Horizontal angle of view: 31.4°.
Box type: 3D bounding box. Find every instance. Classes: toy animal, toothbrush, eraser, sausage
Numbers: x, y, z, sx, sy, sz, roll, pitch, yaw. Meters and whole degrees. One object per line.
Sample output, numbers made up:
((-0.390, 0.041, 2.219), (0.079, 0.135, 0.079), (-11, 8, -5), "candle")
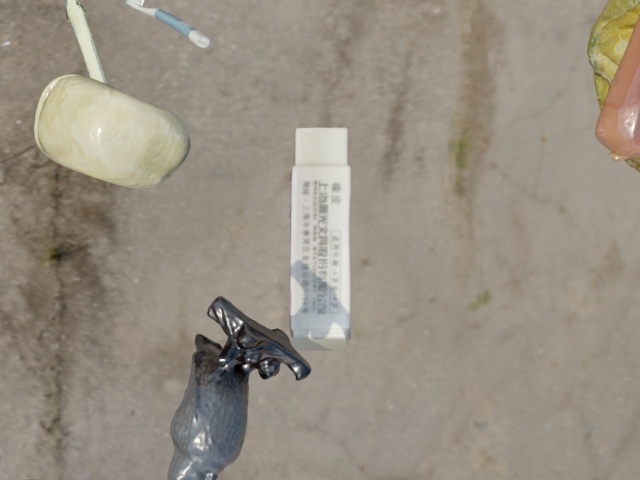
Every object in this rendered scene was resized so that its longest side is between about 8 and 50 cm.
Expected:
((-0.122, 0.168, 1.181), (0.210, 0.117, 0.121), (-57, 142, -1), "toy animal")
((-0.192, -0.280, 1.419), (0.019, 0.276, 0.025), (15, 103, -33), "toothbrush")
((-0.288, -0.254, 1.385), (0.028, 0.026, 0.294), (25, 39, -51), "toothbrush")
((0.000, 0.000, 1.498), (0.081, 0.124, 0.278), (0, 77, 1), "eraser")
((0.179, -0.109, 0.584), (0.147, 0.030, 0.035), (-67, 155, -3), "sausage")

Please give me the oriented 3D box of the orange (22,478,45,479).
((-0.389, 0.405, 1.546), (0.159, 0.159, 0.136), (9, 126, -35), "orange")

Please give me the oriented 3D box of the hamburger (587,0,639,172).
((0.376, -0.146, 0.977), (0.285, 0.266, 0.134), (65, 36, -34), "hamburger")

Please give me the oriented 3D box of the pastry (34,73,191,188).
((-0.207, -0.106, 1.132), (0.156, 0.156, 0.092), (19, 97, -35), "pastry")
